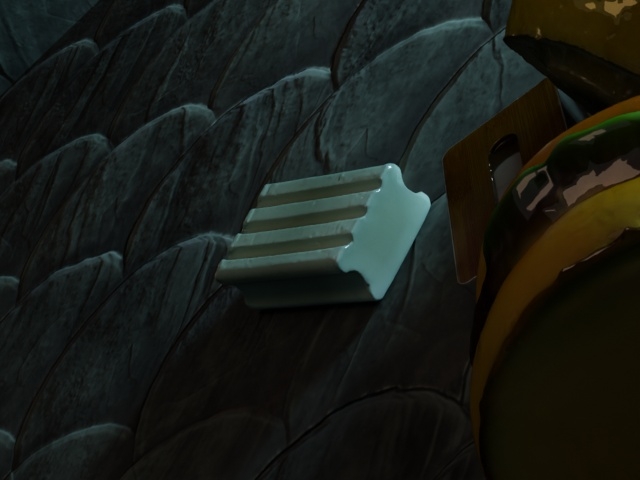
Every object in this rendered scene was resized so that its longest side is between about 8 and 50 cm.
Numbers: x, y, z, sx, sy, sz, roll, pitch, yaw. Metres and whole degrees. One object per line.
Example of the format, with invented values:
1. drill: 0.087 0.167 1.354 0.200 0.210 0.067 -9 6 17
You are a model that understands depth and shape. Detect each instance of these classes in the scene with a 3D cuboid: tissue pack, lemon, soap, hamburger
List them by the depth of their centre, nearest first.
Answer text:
1. hamburger: 0.302 0.087 1.415 0.396 0.396 0.277 -36 19 24
2. lemon: 0.374 -0.251 1.768 0.364 0.364 0.364 -36 29 23
3. tissue pack: 0.236 -0.027 1.919 0.159 0.136 0.246 -37 29 21
4. soap: 0.000 0.000 2.291 0.265 0.087 0.159 -7 47 52

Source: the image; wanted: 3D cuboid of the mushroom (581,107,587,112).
1. mushroom: 0.368 -0.211 2.021 0.210 0.072 0.094 -31 49 34
